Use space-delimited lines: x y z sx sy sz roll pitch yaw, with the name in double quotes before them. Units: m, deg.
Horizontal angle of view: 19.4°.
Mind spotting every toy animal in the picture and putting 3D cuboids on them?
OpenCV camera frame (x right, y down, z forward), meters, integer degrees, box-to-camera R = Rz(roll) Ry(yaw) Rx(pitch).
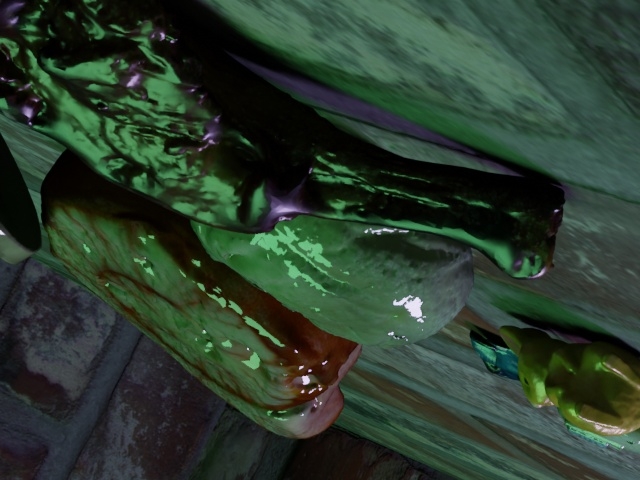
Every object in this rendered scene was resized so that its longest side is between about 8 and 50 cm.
"toy animal" 0.196 0.106 1.488 0.083 0.070 0.159 30 176 -34

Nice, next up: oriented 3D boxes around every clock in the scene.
"clock" -0.286 -0.087 1.466 0.235 0.029 0.235 59 -178 -4

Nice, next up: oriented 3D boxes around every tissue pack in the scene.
"tissue pack" 0.182 0.120 1.743 0.085 0.028 0.138 23 174 20

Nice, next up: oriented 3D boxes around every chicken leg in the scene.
"chicken leg" -0.052 -0.073 1.086 0.407 0.096 0.158 25 153 -2

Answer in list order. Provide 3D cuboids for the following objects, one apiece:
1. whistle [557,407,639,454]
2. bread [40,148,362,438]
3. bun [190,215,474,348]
"whistle" 0.296 0.175 1.610 0.198 0.057 0.104 27 172 10
"bread" -0.097 0.025 1.531 0.295 0.114 0.327 35 164 12
"bun" 0.002 0.001 1.276 0.221 0.108 0.221 26 171 4
